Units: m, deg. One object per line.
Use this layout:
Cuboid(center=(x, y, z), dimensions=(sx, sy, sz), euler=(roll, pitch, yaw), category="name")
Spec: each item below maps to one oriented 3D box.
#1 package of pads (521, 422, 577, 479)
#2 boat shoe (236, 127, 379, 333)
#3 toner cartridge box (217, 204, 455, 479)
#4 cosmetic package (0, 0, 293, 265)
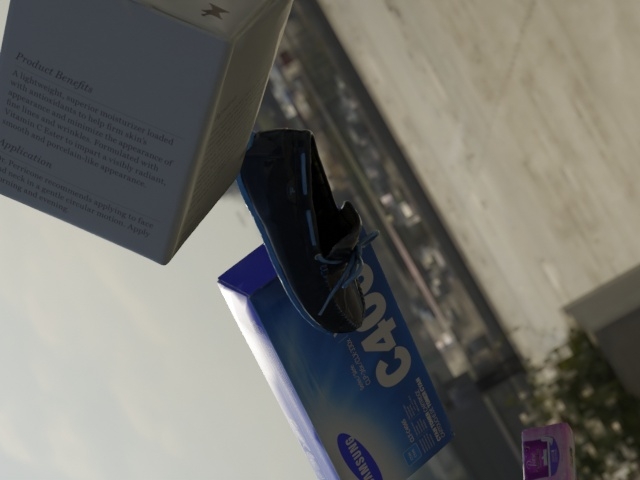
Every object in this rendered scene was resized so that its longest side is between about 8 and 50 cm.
Cuboid(center=(0.222, 0.221, 1.466), dimensions=(0.032, 0.050, 0.083), euler=(53, -150, -45), category="package of pads")
Cuboid(center=(0.000, 0.000, 1.474), dimensions=(0.258, 0.089, 0.109), euler=(59, -154, -43), category="boat shoe")
Cuboid(center=(0.025, 0.141, 1.757), dimensions=(0.075, 0.165, 0.348), euler=(25, 146, 53), category="toner cartridge box")
Cuboid(center=(-0.125, -0.115, 1.039), dimensions=(0.151, 0.183, 0.151), euler=(24, -148, 6), category="cosmetic package")
